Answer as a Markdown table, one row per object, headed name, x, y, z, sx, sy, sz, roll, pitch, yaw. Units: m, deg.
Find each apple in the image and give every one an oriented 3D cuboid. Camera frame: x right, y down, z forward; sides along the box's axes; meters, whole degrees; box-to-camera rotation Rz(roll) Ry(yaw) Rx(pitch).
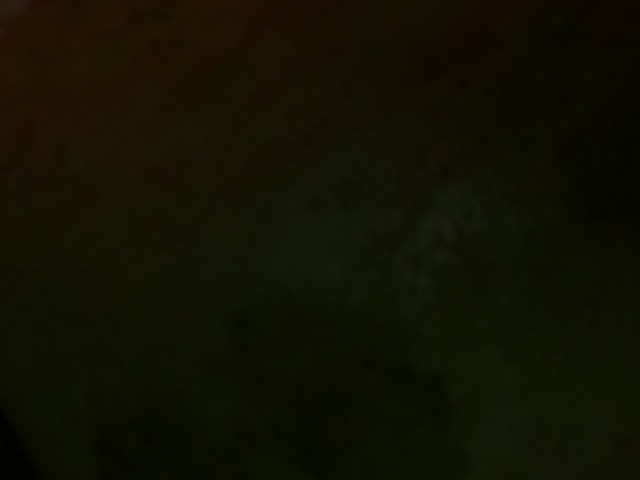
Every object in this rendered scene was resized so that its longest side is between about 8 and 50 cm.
| name | x | y | z | sx | sy | sz | roll | pitch | yaw |
| --- | --- | --- | --- | --- | --- | --- | --- | --- | --- |
| apple | 0.000 | 0.000 | 0.540 | 0.340 | 0.339 | 0.339 | -23 | -5 | -2 |
